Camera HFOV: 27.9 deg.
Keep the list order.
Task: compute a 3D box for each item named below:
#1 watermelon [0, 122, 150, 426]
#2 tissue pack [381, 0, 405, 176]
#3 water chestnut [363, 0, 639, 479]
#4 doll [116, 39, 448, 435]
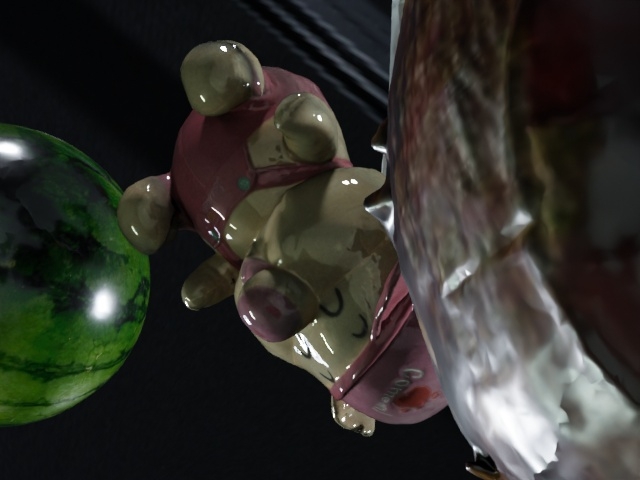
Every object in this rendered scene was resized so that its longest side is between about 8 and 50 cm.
[{"bbox_3d":[-0.254,0.027,1.002,0.243,0.242,0.242,3,-105,-12],"label":"watermelon"},{"bbox_3d":[0.094,-0.101,0.953,0.123,0.026,0.193,15,-110,-36],"label":"tissue pack"},{"bbox_3d":[0.172,-0.040,0.390,0.335,0.347,0.335,0,-111,1],"label":"water chestnut"},{"bbox_3d":[-0.003,0.002,0.812,0.152,0.196,0.256,-38,-108,-21],"label":"doll"}]
